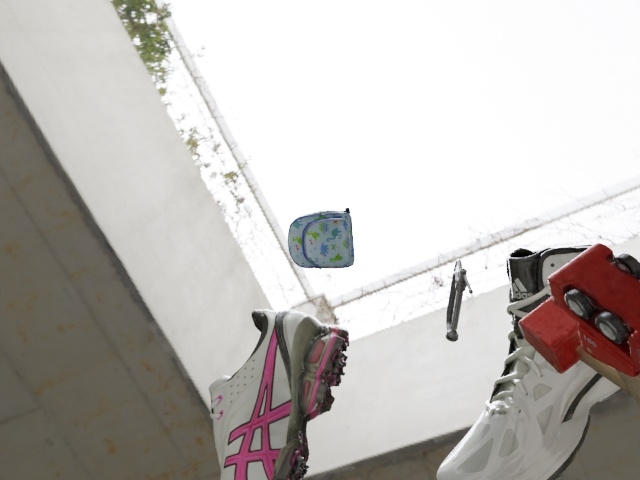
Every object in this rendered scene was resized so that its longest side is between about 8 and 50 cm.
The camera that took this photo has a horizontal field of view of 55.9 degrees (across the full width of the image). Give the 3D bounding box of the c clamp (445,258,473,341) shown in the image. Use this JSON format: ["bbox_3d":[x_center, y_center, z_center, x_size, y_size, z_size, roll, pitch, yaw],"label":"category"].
[{"bbox_3d":[0.223,0.103,1.000,0.022,0.137,0.161,4,-56,3],"label":"c clamp"}]

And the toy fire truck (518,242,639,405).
[{"bbox_3d":[0.202,0.074,0.389,0.047,0.192,0.135,-35,-50,-5],"label":"toy fire truck"}]

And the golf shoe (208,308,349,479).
[{"bbox_3d":[-0.045,0.136,0.427,0.086,0.186,0.067,16,-28,13],"label":"golf shoe"}]

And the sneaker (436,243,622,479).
[{"bbox_3d":[0.292,0.164,0.886,0.447,0.169,0.257,-37,-82,-18],"label":"sneaker"}]

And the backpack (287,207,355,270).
[{"bbox_3d":[0.000,0.000,1.039,0.114,0.084,0.105,-4,-83,-1],"label":"backpack"}]
